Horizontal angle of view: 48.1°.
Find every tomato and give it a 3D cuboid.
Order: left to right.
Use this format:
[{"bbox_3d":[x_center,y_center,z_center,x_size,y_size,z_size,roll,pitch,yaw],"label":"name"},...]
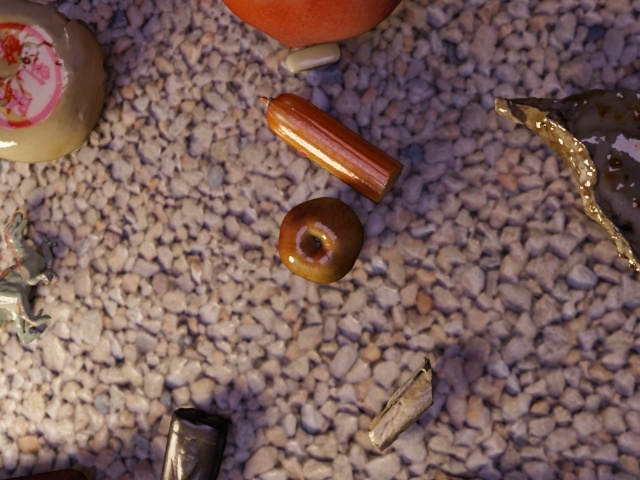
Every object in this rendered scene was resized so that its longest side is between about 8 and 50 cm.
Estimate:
[{"bbox_3d":[-0.010,-0.416,0.949,0.321,0.321,0.322,0,89,12],"label":"tomato"}]

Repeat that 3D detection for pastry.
[{"bbox_3d":[-0.458,-0.245,1.096,0.264,0.133,0.265,0,96,5],"label":"pastry"}]

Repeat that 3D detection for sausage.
[{"bbox_3d":[0.007,-0.145,1.046,0.234,0.071,0.071,35,96,10],"label":"sausage"}]

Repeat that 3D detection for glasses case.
[{"bbox_3d":[-0.010,-0.275,1.075,0.083,0.021,0.032,-12,86,12],"label":"glasses case"}]

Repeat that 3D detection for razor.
[{"bbox_3d":[-0.196,0.334,1.091,0.090,0.054,0.148,14,93,12],"label":"razor"}]

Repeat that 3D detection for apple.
[{"bbox_3d":[-0.001,-0.003,1.030,0.126,0.102,0.126,0,89,11],"label":"apple"}]

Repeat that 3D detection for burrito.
[{"bbox_3d":[0.123,0.240,1.032,0.055,0.041,0.149,43,98,23],"label":"burrito"}]

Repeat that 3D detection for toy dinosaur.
[{"bbox_3d":[-0.506,0.096,1.161,0.167,0.053,0.242,42,98,10],"label":"toy dinosaur"}]

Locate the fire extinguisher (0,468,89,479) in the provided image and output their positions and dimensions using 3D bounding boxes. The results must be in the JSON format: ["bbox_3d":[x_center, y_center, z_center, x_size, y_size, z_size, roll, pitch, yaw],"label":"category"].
[{"bbox_3d":[-0.461,0.432,1.123,0.337,0.135,0.114,-13,45,12],"label":"fire extinguisher"}]

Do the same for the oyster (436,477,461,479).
[{"bbox_3d":[0.258,0.407,0.980,0.252,0.087,0.199,-17,64,-7],"label":"oyster"}]

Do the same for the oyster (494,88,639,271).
[{"bbox_3d":[0.425,-0.087,0.956,0.204,0.111,0.396,-35,82,-8],"label":"oyster"}]
